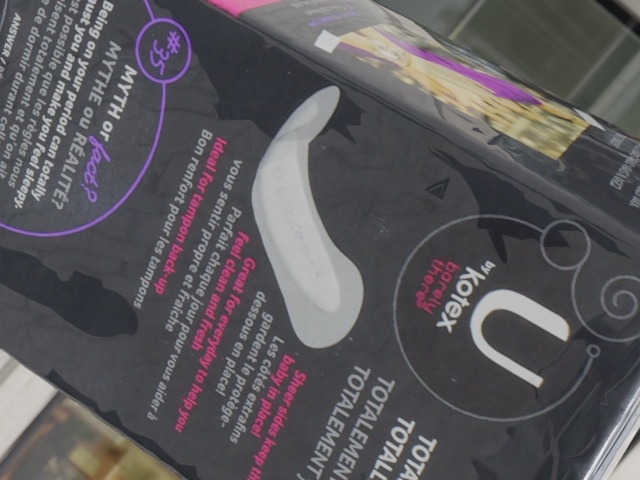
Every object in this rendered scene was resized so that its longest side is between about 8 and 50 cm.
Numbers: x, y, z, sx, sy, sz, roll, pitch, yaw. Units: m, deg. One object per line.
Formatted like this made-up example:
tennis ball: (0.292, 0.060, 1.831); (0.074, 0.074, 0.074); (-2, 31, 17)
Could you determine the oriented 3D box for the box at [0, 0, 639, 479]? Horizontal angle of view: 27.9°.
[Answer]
box: (0.000, 0.000, 0.493); (0.143, 0.270, 0.165); (-21, 139, -62)
